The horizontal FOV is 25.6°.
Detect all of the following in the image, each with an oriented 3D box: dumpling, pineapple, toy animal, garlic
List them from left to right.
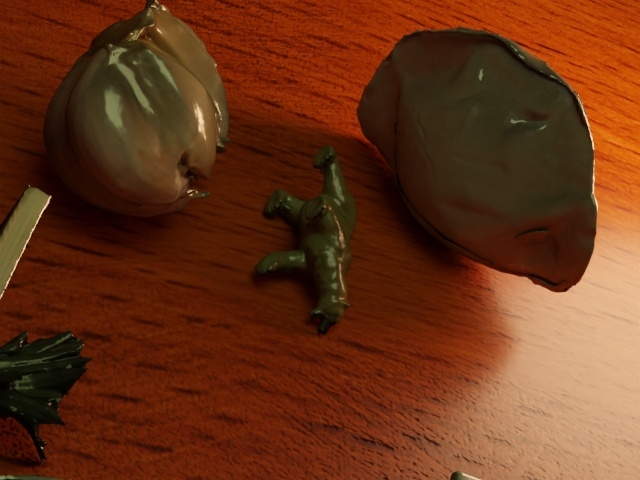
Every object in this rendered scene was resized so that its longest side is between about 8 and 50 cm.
[{"bbox_3d":[-0.340,0.105,1.198,0.277,0.119,0.130,18,-5,-21],"label":"pineapple"},{"bbox_3d":[-0.195,-0.121,1.512,0.203,0.185,0.281,51,11,-18],"label":"garlic"},{"bbox_3d":[0.000,0.000,1.589,0.101,0.103,0.218,45,26,-25],"label":"toy animal"},{"bbox_3d":[0.205,-0.109,1.703,0.181,0.260,0.341,-2,44,-29],"label":"dumpling"}]

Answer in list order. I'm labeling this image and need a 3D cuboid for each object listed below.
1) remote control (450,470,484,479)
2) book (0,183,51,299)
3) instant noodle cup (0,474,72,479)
[{"bbox_3d":[0.190,0.277,1.457,0.124,0.018,0.053,21,37,-15],"label":"remote control"},{"bbox_3d":[-0.308,0.154,0.940,0.028,0.374,0.262,32,36,-16],"label":"book"},{"bbox_3d":[-0.243,0.279,1.014,0.205,0.205,0.153,7,55,-30],"label":"instant noodle cup"}]
